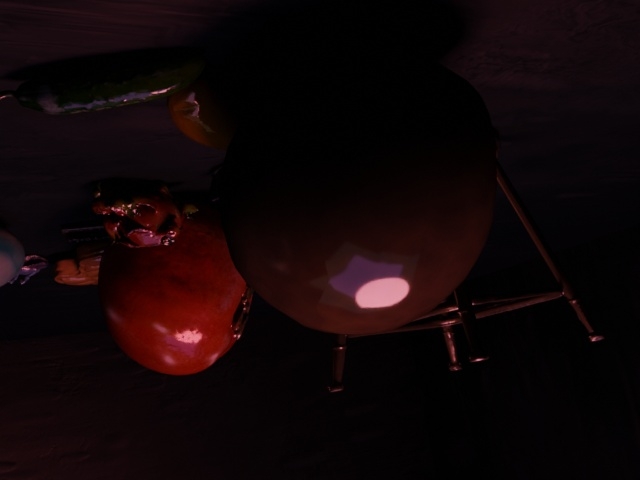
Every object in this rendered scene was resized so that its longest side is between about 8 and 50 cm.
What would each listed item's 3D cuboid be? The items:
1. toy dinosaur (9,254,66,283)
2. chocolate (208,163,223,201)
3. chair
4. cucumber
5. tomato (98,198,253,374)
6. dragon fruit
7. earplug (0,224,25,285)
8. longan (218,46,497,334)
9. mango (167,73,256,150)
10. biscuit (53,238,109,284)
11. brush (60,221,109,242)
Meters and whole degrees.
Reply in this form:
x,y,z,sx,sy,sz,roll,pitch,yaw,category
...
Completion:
x,y,z,sx,sy,sz,roll,pitch,yaw,category
-0.669,0.062,1.858,0.080,0.045,0.197,-35,165,36,toy dinosaur
-0.052,-0.057,1.380,0.343,0.148,0.126,6,-149,25,chocolate
0.224,0.028,1.498,0.364,0.410,0.362,0,164,-41,chair
-0.257,-0.182,0.970,0.250,0.056,0.056,-10,169,-1,cucumber
-0.275,0.090,1.590,0.289,0.325,0.293,17,159,3,tomato
-0.320,-0.044,1.443,0.138,0.142,0.175,26,173,42,dragon fruit
-0.634,0.022,1.436,0.185,0.185,0.324,-12,176,14,earplug
0.055,-0.056,1.061,0.404,0.336,0.405,-27,142,-23,longan
-0.139,-0.167,1.090,0.098,0.075,0.190,-30,158,19,mango
-0.459,0.054,1.931,0.312,0.057,0.351,-20,168,28,biscuit
-0.402,-0.025,1.680,0.247,0.036,0.043,-8,178,-14,brush
